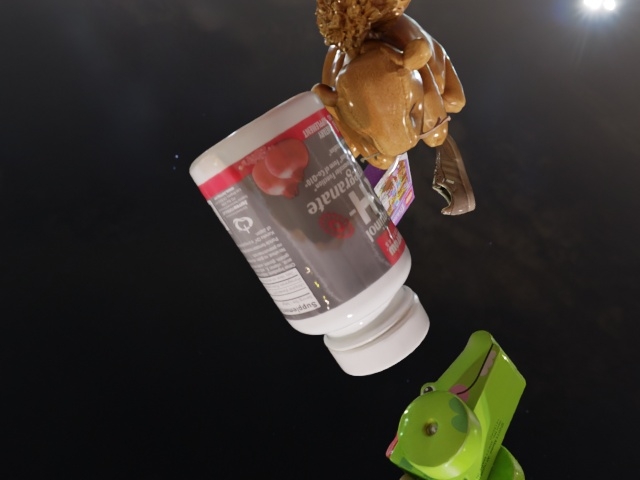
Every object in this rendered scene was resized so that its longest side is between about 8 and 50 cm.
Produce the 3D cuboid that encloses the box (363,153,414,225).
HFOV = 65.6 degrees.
[{"bbox_3d":[0.128,-0.073,1.219,0.057,0.201,0.293,22,-116,31],"label":"box"}]

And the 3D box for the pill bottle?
[{"bbox_3d":[0.000,0.000,0.607,0.176,0.319,0.176,-31,-168,7],"label":"pill bottle"}]

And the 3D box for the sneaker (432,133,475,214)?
[{"bbox_3d":[0.266,-0.143,1.053,0.071,0.066,0.188,-16,-112,4],"label":"sneaker"}]

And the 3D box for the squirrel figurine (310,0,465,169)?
[{"bbox_3d":[0.086,-0.319,0.870,0.281,0.397,0.370,-13,-163,19],"label":"squirrel figurine"}]

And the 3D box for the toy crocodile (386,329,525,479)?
[{"bbox_3d":[0.080,0.233,0.415,0.105,0.115,0.341,4,-122,52],"label":"toy crocodile"}]
